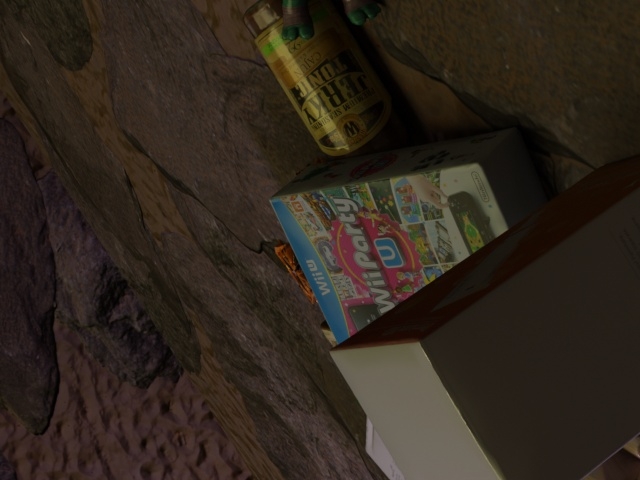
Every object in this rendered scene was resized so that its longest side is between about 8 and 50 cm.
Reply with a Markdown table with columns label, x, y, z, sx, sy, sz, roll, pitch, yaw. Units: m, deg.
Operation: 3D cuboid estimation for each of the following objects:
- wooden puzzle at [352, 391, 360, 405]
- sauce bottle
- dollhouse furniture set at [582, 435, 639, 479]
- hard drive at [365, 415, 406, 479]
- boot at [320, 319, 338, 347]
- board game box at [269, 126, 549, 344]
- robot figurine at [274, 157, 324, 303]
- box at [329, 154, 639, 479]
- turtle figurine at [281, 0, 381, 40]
| label | x | y | z | sx | sy | sz | roll | pitch | yaw |
| --- | --- | --- | --- | --- | --- | --- | --- | --- | --- |
| wooden puzzle | 0.076 | 0.287 | 2.297 | 0.049 | 0.006 | 0.083 | 51 | 160 | 16 |
| sauce bottle | 0.037 | -0.156 | 1.554 | 0.344 | 0.111 | 0.111 | 56 | 161 | -2 |
| dollhouse furniture set | 0.283 | 0.399 | 1.483 | 0.394 | 0.362 | 0.256 | 34 | 176 | -37 |
| hard drive | 0.180 | 0.371 | 1.849 | 0.319 | 0.040 | 0.210 | 47 | 158 | 27 |
| boot | 0.107 | 0.214 | 1.975 | 0.203 | 0.095 | 0.262 | 63 | 162 | -15 |
| board game box | 0.118 | 0.008 | 1.457 | 0.303 | 0.097 | 0.224 | -8 | 115 | 42 |
| robot figurine | 0.000 | 0.000 | 1.916 | 0.211 | 0.085 | 0.291 | 53 | 160 | 14 |
| box | 0.216 | 0.070 | 1.111 | 0.168 | 0.345 | 0.215 | 58 | 160 | -4 |
| turtle figurine | -0.019 | -0.342 | 1.400 | 0.175 | 0.118 | 0.234 | -4 | 129 | 21 |
